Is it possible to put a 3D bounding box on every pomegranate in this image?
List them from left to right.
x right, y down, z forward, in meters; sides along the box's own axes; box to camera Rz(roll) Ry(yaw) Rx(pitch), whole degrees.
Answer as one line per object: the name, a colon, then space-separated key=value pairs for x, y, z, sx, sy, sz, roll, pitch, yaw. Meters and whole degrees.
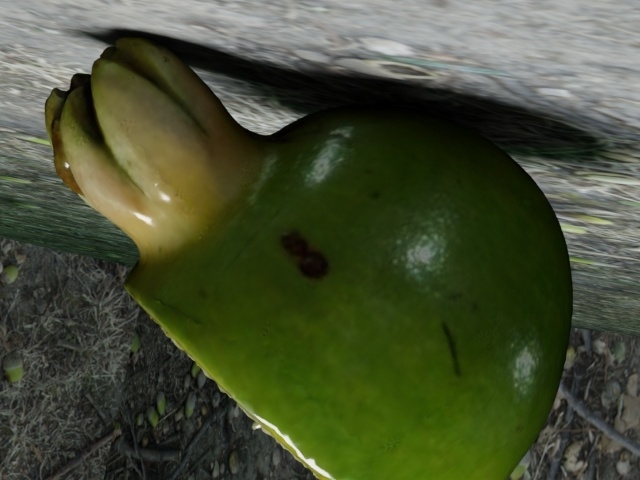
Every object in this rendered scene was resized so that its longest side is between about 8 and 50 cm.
pomegranate: x=0.005 y=0.006 z=0.784 sx=0.241 sy=0.159 sz=0.190 roll=39 pitch=175 yaw=16
